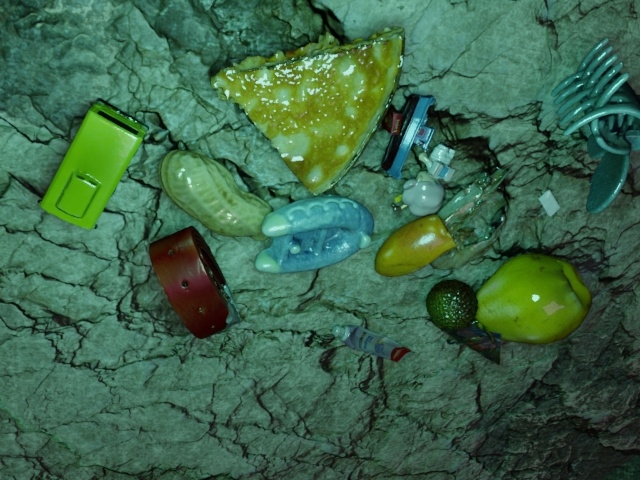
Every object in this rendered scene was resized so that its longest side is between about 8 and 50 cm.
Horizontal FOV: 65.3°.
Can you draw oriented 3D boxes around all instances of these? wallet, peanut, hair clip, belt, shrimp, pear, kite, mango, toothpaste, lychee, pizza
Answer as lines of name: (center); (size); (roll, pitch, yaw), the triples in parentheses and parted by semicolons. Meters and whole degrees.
wallet: (0.697, -0.112, 1.518); (0.044, 0.011, 0.083); (-41, 119, 7)
peanut: (-0.240, -0.100, 1.195); (0.325, 0.140, 0.153); (31, 64, -33)
hair clip: (0.742, -0.322, 1.248); (0.238, 0.318, 0.392); (33, 132, -13)
belt: (-0.298, 0.110, 1.231); (0.115, 0.227, 0.324); (-22, 138, -4)
shrimp: (0.443, -0.056, 1.441); (0.247, 0.085, 0.360); (18, 114, -29)
pear: (0.628, 0.195, 1.503); (0.285, 0.285, 0.336); (22, 117, -24)
kite: (0.493, 0.313, 1.581); (0.321, 0.016, 0.234); (32, 149, -14)
mango: (0.252, 0.024, 1.384); (0.252, 0.126, 0.154); (-34, 160, 31)
toothpaste: (0.163, 0.324, 1.566); (0.301, 0.048, 0.075); (24, 103, -27)
lychee: (0.392, 0.195, 1.486); (0.171, 0.171, 0.171); (-6, 117, -13)
pizza: (-0.042, -0.334, 1.141); (0.406, 0.130, 0.440); (17, 120, -22)

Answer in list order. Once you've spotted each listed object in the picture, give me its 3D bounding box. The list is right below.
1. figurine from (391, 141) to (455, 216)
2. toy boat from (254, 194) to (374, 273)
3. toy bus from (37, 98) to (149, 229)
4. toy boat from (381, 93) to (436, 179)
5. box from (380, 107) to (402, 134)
figurine: (0.288, -0.149, 1.329); (0.137, 0.112, 0.229); (11, 112, -43)
toy boat: (0.000, 0.000, 1.261); (0.330, 0.123, 0.215); (-11, 134, -32)
toy bus: (-0.493, -0.157, 1.086); (0.128, 0.150, 0.262); (29, 105, -24)
toy boat: (0.233, -0.261, 1.266); (0.097, 0.100, 0.223); (20, 109, -6)
box: (0.175, -0.298, 1.241); (0.023, 0.082, 0.051); (1, 115, -14)
